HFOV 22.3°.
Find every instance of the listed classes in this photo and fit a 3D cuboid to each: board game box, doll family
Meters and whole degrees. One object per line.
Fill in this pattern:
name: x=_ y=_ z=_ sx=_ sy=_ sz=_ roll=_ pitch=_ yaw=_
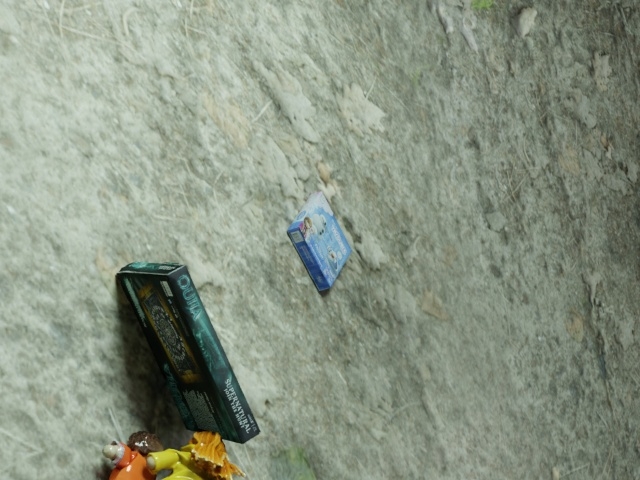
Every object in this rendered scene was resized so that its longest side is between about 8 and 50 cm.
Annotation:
board game box: x=-0.133 y=0.109 z=1.612 sx=0.026 sy=0.126 sz=0.186 roll=-29 pitch=105 yaw=-26
doll family: x=-0.107 y=0.282 z=1.573 sx=0.263 sy=0.118 sz=0.163 roll=59 pitch=32 yaw=-26
board game box: x=0.000 y=0.000 z=1.997 sx=0.090 sy=0.020 sz=0.090 roll=62 pitch=30 yaw=-21
